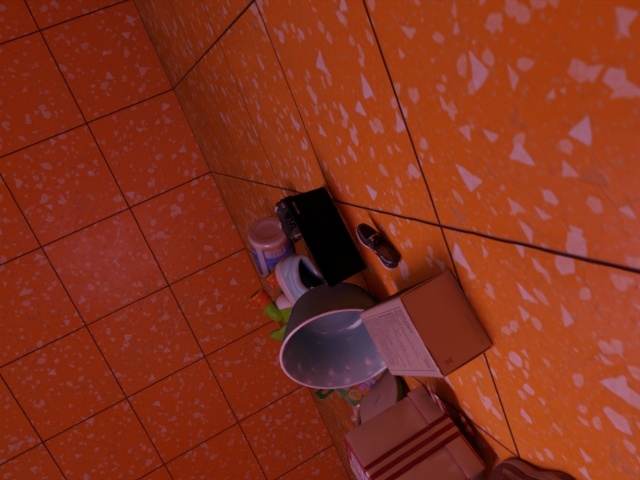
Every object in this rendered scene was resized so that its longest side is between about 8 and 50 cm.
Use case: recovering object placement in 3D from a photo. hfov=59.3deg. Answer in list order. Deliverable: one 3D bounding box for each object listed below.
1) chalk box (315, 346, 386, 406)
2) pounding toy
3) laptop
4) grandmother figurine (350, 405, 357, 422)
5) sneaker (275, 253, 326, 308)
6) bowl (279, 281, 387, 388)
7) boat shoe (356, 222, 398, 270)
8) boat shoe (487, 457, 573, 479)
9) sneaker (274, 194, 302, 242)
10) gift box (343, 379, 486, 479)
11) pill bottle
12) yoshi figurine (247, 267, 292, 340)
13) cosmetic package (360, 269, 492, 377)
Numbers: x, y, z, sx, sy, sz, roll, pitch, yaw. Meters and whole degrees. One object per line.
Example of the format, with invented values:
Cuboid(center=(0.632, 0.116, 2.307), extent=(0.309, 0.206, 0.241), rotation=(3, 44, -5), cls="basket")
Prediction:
Cuboid(center=(0.074, 0.378, 1.615), extent=(0.132, 0.213, 0.132), rotation=(45, 171, -15), cls="chalk box")
Cuboid(center=(0.194, 0.489, 1.629), extent=(0.237, 0.110, 0.183), rotation=(-50, 27, 37), cls="pounding toy")
Cuboid(center=(0.000, 0.000, 1.424), extent=(0.235, 0.136, 0.264), rotation=(63, 166, 3), cls="laptop")
Cuboid(center=(0.141, 0.538, 1.976), extent=(0.207, 0.104, 0.343), rotation=(22, 142, 27), cls="grandmother figurine")
Cuboid(center=(-0.010, 0.203, 1.847), extent=(0.366, 0.135, 0.150), rotation=(53, 145, -5), cls="sneaker")
Cuboid(center=(0.040, 0.227, 1.453), extent=(0.163, 0.311, 0.312), rotation=(-104, 0, -49), cls="bowl")
Cuboid(center=(0.121, 0.007, 1.189), extent=(0.125, 0.046, 0.038), rotation=(55, 164, 20), cls="boat shoe")
Cuboid(center=(0.361, 0.482, 1.027), extent=(0.123, 0.116, 0.324), rotation=(59, 165, 16), cls="boat shoe")
Cuboid(center=(-0.086, -0.060, 1.761), extent=(0.106, 0.078, 0.234), rotation=(56, 168, 17), cls="sneaker")
Cuboid(center=(0.211, 0.489, 1.287), extent=(0.276, 0.258, 0.255), rotation=(55, 163, 33), cls="gift box")
Cuboid(center=(-0.171, 0.054, 2.100), extent=(0.152, 0.152, 0.272), rotation=(52, 162, 39), cls="pill bottle")
Cuboid(center=(-0.079, 0.273, 2.030), extent=(0.362, 0.203, 0.203), rotation=(40, -151, -7), cls="yoshi figurine")
Cuboid(center=(0.190, 0.173, 1.104), extent=(0.160, 0.113, 0.309), rotation=(62, 165, 6), cls="cosmetic package")
